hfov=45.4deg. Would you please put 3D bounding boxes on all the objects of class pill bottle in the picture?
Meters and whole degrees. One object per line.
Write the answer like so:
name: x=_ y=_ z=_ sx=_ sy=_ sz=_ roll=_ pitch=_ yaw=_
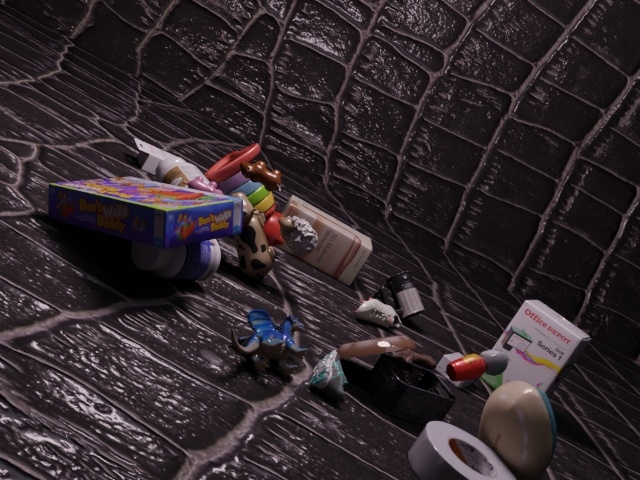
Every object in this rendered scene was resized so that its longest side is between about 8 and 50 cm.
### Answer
pill bottle: x=-0.319 y=0.030 z=1.684 sx=0.112 sy=0.112 sz=0.186 roll=38 pitch=15 yaw=29
pill bottle: x=-0.380 y=-0.145 z=2.148 sx=0.131 sy=0.131 sz=0.229 roll=20 pitch=17 yaw=-39

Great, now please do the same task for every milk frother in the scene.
milk frother: x=0.244 y=0.185 z=2.410 sx=0.143 sy=0.129 sz=0.135 roll=95 pitch=-23 yaw=-74

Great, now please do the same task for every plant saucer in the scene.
plant saucer: x=0.123 y=0.244 z=1.757 sx=0.198 sy=0.036 sz=0.198 roll=-8 pitch=-9 yaw=-1

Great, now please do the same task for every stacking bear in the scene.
stacking bear: x=-0.200 y=-0.109 z=2.240 sx=0.175 sy=0.164 sz=0.289 roll=-10 pitch=-64 yaw=49

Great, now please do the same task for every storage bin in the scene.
storage bin: x=0.203 y=0.343 z=1.744 sx=0.180 sy=0.084 sz=0.122 roll=24 pitch=15 yaw=-30

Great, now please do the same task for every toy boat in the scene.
toy boat: x=0.411 y=0.365 z=1.673 sx=0.148 sy=0.268 sz=0.318 roll=-10 pitch=44 yaw=-21

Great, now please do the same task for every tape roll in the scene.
tape roll: x=0.285 y=0.459 z=1.527 sx=0.219 sy=0.072 sz=0.219 roll=30 pitch=13 yaw=-8

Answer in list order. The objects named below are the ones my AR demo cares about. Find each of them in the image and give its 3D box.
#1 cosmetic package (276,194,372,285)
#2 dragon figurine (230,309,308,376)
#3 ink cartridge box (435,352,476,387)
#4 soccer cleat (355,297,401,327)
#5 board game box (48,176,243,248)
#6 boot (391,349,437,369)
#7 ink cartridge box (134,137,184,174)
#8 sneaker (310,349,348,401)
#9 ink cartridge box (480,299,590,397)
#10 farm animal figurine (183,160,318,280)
cosmetic package: x=0.000 y=0.000 z=2.414 sx=0.296 sy=0.153 sz=0.129 roll=28 pitch=15 yaw=-8
dragon figurine: x=-0.122 y=0.199 z=1.555 sx=0.289 sy=0.085 sz=0.144 roll=16 pitch=20 yaw=-50
ink cartridge box: x=0.388 y=0.363 z=2.145 sx=0.088 sy=0.052 sz=0.122 roll=38 pitch=16 yaw=26
soccer cleat: x=0.172 y=0.213 z=2.199 sx=0.076 sy=0.068 sz=0.196 roll=42 pitch=14 yaw=31
board game box: x=-0.372 y=-0.067 z=1.629 sx=0.346 sy=0.078 sz=0.233 roll=12 pitch=15 yaw=31
boot: x=0.248 y=0.321 z=2.026 sx=0.106 sy=0.037 sz=0.114 roll=21 pitch=6 yaw=19
ink cartridge box: x=-0.506 y=-0.244 z=2.384 sx=0.180 sy=0.060 sz=0.104 roll=23 pitch=16 yaw=-31
sneaker: x=0.025 y=0.292 z=1.628 sx=0.076 sy=0.065 sz=0.166 roll=47 pitch=16 yaw=-4
ink cartridge box: x=0.626 y=0.341 z=2.255 sx=0.201 sy=0.278 sz=0.117 roll=38 pitch=14 yaw=29
farm animal figurine: x=-0.216 y=-0.036 z=1.944 sx=0.327 sy=0.330 sz=0.172 roll=58 pitch=7 yaw=-10
